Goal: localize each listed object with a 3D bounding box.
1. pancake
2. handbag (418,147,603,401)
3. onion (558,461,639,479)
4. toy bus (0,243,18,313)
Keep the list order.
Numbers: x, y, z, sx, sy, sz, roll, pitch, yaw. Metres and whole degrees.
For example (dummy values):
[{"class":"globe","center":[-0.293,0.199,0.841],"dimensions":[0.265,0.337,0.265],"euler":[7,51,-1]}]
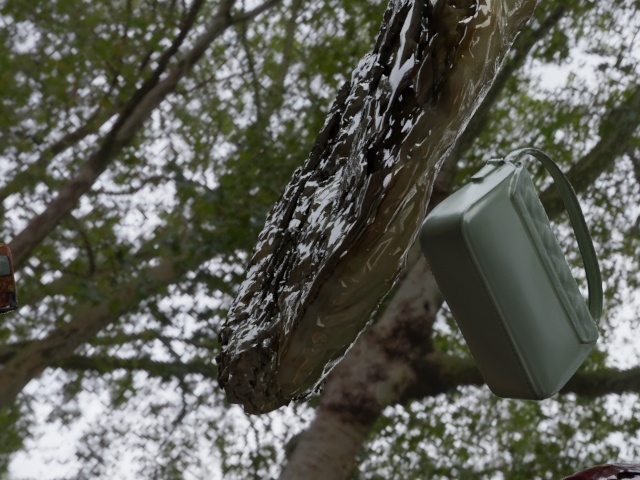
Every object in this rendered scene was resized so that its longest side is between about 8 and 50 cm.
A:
[{"class":"pancake","center":[0.027,-0.047,0.638],"dimensions":[0.071,0.382,0.382],"euler":[26,-38,-7]},{"class":"handbag","center":[0.229,0.030,1.030],"dimensions":[0.079,0.219,0.256],"euler":[-8,-68,51]},{"class":"onion","center":[0.253,0.312,0.808],"dimensions":[0.219,0.252,0.252],"euler":[62,-27,31]},{"class":"toy bus","center":[-0.533,0.068,1.111],"dimensions":[0.408,0.093,0.092],"euler":[-7,-92,28]}]
